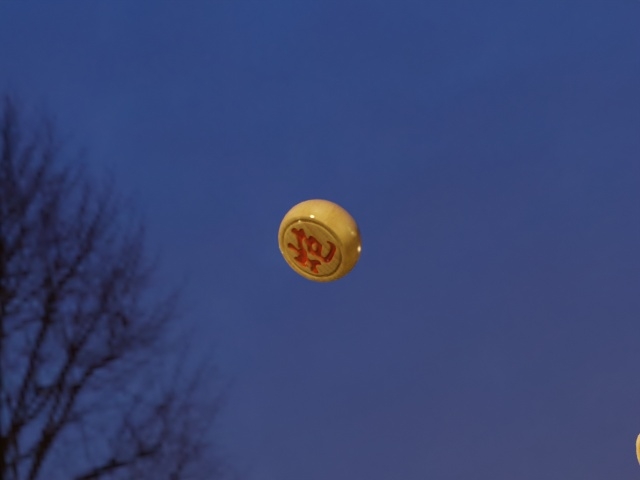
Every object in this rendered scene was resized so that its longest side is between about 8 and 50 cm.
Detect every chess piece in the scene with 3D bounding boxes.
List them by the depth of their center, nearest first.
[{"bbox_3d":[0.000,0.000,1.641,0.038,0.083,0.083,-47,-2,-45],"label":"chess piece"}]

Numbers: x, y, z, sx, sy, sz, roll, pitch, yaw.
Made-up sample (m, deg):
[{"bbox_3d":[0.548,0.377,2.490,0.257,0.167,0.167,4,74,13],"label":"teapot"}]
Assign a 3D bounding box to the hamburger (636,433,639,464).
[{"bbox_3d":[0.399,0.217,1.451,0.186,0.261,0.303,-39,4,3],"label":"hamburger"}]
